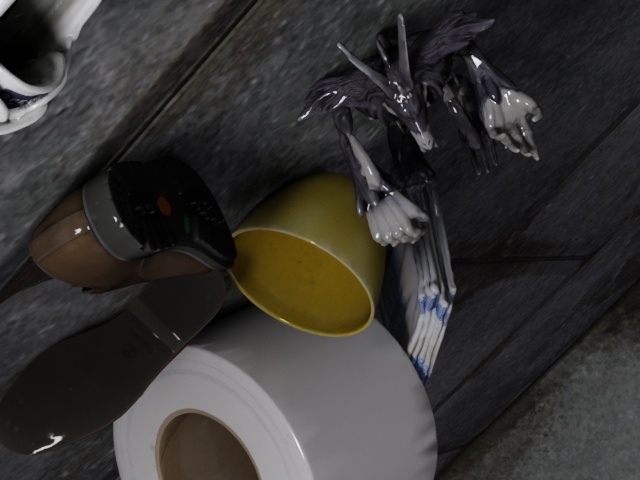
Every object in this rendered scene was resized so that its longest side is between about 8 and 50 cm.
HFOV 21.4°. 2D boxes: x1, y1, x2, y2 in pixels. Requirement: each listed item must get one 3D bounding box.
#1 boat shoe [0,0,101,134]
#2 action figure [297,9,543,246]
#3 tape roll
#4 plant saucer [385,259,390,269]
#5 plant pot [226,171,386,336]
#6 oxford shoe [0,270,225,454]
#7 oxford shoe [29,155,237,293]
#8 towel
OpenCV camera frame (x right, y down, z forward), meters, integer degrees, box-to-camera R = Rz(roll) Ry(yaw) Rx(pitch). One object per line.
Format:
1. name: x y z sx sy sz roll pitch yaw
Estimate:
1. boat shoe: -0.164 -0.094 0.815 0.095 0.084 0.258 -20 153 -52
2. action figure: 0.087 -0.087 1.304 0.164 0.141 0.276 -32 166 7
3. tape roll: -0.042 0.181 1.501 0.169 0.246 0.246 -24 156 -46
4. plant saucer: 0.014 0.125 1.826 0.258 0.047 0.259 -36 163 -20
5. plant pot: 0.000 0.000 1.380 0.095 0.134 0.134 -62 176 -32
6. oxford shoe: -0.162 0.099 1.335 0.212 0.076 0.076 -36 173 -15
7. oxford shoe: -0.129 -0.006 1.161 0.096 0.082 0.227 -27 167 18
8. towel: 0.066 0.101 1.601 0.209 0.034 0.285 -93 -163 -55
